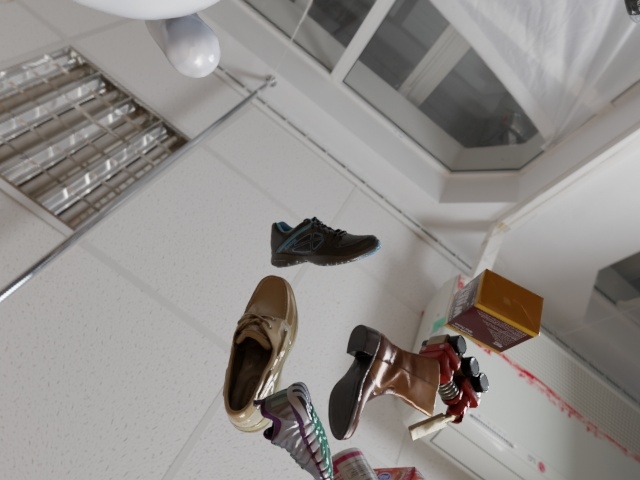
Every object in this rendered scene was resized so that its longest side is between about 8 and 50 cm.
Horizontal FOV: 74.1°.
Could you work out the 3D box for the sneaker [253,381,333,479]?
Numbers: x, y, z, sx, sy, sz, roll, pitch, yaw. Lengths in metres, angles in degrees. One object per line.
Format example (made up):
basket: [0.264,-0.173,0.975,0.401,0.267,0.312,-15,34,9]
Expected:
sneaker: [-0.045,0.359,0.769,0.083,0.098,0.223,-96,-11,-73]

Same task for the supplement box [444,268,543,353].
supplement box: [0.515,0.217,1.274,0.191,0.194,0.129,28,-124,2]

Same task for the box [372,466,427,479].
box: [0.203,0.776,1.270,0.122,0.257,0.128,49,-138,-9]

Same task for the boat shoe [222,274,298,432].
boat shoe: [-0.119,0.203,0.871,0.122,0.110,0.341,-2,-129,8]

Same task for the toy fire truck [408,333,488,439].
toy fire truck: [0.331,0.416,1.178,0.217,0.159,0.246,58,-138,-12]

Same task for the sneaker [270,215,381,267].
sneaker: [0.000,0.000,1.196,0.125,0.341,0.139,-13,-82,-66]

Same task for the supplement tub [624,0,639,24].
supplement tub: [0.950,-0.669,1.011,0.207,0.338,0.207,-6,-80,-33]

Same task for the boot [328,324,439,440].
boot: [0.163,0.371,1.020,0.281,0.096,0.264,32,-125,-27]

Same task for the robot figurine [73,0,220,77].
robot figurine: [-0.140,-0.271,0.286,0.200,0.299,0.353,-26,-139,-10]

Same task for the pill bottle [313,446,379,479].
pill bottle: [0.113,0.717,1.116,0.161,0.160,0.283,-2,-145,-34]
